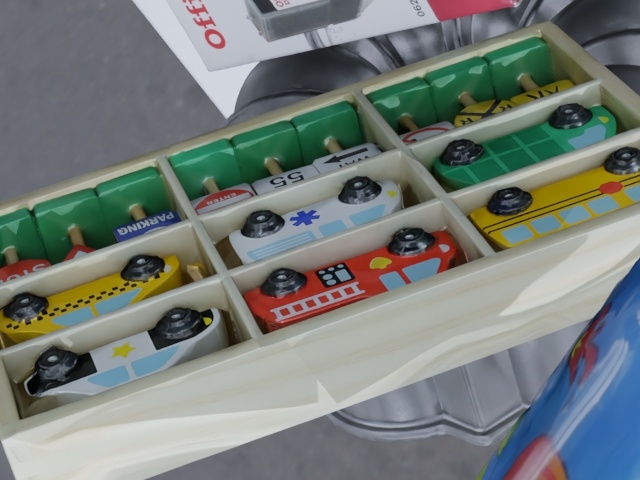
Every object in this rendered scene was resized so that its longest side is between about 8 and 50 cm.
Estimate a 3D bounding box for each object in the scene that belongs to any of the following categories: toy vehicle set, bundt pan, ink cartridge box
[{"bbox_3d":[0.000,0.000,0.699,0.267,0.166,0.035,-19,121,-10],"label":"toy vehicle set"},{"bbox_3d":[0.083,-0.051,1.031,0.331,0.330,0.124,-7,131,18],"label":"bundt pan"},{"bbox_3d":[0.000,-0.121,0.645,0.135,0.056,0.099,-9,125,36],"label":"ink cartridge box"}]

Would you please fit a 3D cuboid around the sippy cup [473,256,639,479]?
[{"bbox_3d":[0.115,0.115,0.445,0.240,0.305,0.224,15,121,-12],"label":"sippy cup"}]

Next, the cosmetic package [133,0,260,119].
[{"bbox_3d":[-0.061,-0.237,1.415,0.097,0.284,0.377,-40,86,28],"label":"cosmetic package"}]
